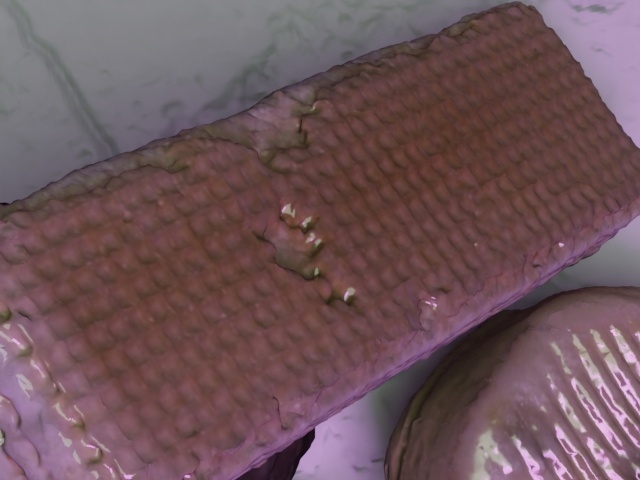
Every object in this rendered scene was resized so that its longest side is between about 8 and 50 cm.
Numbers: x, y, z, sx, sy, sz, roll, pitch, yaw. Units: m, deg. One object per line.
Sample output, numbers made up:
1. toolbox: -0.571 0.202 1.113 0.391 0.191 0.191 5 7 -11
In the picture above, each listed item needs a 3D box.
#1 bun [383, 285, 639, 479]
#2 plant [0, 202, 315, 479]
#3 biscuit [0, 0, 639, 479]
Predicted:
1. bun: 0.133 0.131 0.997 0.210 0.116 0.237 38 72 -15
2. plant: -0.160 0.155 0.902 0.215 0.213 0.312 31 94 -15
3. biscuit: 0.000 0.000 0.845 0.144 0.078 0.426 55 40 6
